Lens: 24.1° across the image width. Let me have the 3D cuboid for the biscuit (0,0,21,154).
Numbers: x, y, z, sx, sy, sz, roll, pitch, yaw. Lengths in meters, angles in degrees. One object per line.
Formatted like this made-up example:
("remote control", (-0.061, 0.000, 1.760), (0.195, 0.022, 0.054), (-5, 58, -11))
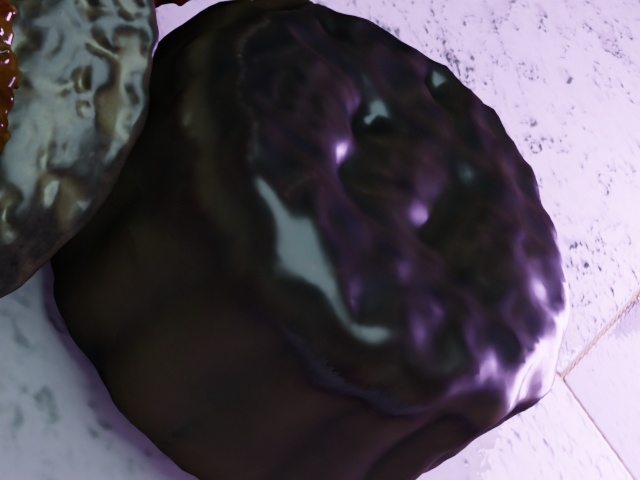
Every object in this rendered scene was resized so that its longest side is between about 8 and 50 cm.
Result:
("biscuit", (-0.273, -0.083, 0.615), (0.305, 0.038, 0.305), (5, 76, -20))

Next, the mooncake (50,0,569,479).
("mooncake", (0.000, 0.000, 0.834), (0.290, 0.161, 0.290), (27, 43, -29))

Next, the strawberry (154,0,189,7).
("strawberry", (-0.150, -0.224, 0.821), (0.280, 0.150, 0.253), (-17, 83, -22))

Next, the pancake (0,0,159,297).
("pancake", (-0.222, -0.088, 0.677), (0.286, 0.033, 0.288), (30, 71, -10))
